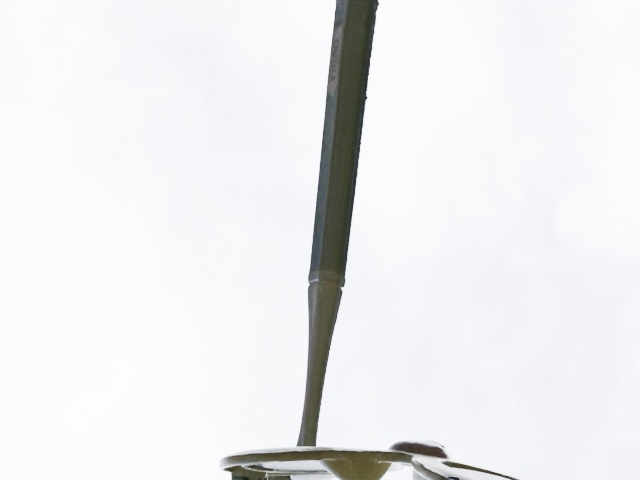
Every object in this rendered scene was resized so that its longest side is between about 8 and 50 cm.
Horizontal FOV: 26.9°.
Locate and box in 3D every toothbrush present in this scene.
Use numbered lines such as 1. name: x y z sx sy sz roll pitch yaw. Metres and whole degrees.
1. toothbrush: 0.002 0.001 0.766 0.030 0.025 0.342 22 -114 -30

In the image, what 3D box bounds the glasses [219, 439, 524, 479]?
1. glasses: 0.006 0.174 0.535 0.088 0.189 0.221 50 -126 -39
